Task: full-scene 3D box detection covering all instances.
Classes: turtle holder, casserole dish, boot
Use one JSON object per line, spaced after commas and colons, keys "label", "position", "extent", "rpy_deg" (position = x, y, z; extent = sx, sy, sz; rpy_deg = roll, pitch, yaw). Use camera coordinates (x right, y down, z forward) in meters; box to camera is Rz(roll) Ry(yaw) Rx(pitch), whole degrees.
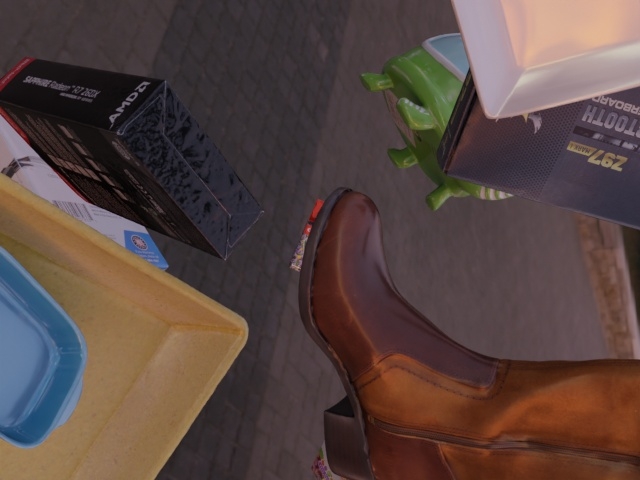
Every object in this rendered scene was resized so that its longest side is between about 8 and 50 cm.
{"label": "turtle holder", "position": [0.228, -0.196, 1.166], "extent": [0.243, 0.227, 0.320], "rpy_deg": [63, -5, -19]}
{"label": "casserole dish", "position": [-0.255, 0.082, 0.594], "extent": [0.188, 0.037, 0.114], "rpy_deg": [62, 36, -42]}
{"label": "boot", "position": [0.127, 0.091, 0.559], "extent": [0.096, 0.280, 0.264], "rpy_deg": [-20, 110, -58]}

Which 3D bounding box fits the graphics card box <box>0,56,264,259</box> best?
{"label": "graphics card box", "position": [-0.267, -0.117, 1.009], "extent": [0.094, 0.371, 0.233], "rpy_deg": [-51, 132, -19]}

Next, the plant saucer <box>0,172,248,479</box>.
{"label": "plant saucer", "position": [-0.274, 0.133, 0.657], "extent": [0.333, 0.081, 0.332], "rpy_deg": [38, 84, -41]}

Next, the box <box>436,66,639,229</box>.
{"label": "box", "position": [0.247, -0.120, 0.701], "extent": [0.059, 0.233, 0.183], "rpy_deg": [-84, -169, -61]}

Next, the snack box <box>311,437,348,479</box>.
{"label": "snack box", "position": [0.074, 0.412, 1.364], "extent": [0.070, 0.174, 0.207], "rpy_deg": [-9, 136, -33]}

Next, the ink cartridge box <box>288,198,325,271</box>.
{"label": "ink cartridge box", "position": [0.000, 0.000, 1.196], "extent": [0.029, 0.063, 0.115], "rpy_deg": [-84, -163, -75]}

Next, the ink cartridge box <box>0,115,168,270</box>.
{"label": "ink cartridge box", "position": [-0.527, -0.061, 1.513], "extent": [0.395, 0.166, 0.285], "rpy_deg": [56, 17, 17]}

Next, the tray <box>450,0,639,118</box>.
{"label": "tray", "position": [0.223, -0.177, 0.493], "extent": [0.030, 0.270, 0.145], "rpy_deg": [-70, 143, -52]}
